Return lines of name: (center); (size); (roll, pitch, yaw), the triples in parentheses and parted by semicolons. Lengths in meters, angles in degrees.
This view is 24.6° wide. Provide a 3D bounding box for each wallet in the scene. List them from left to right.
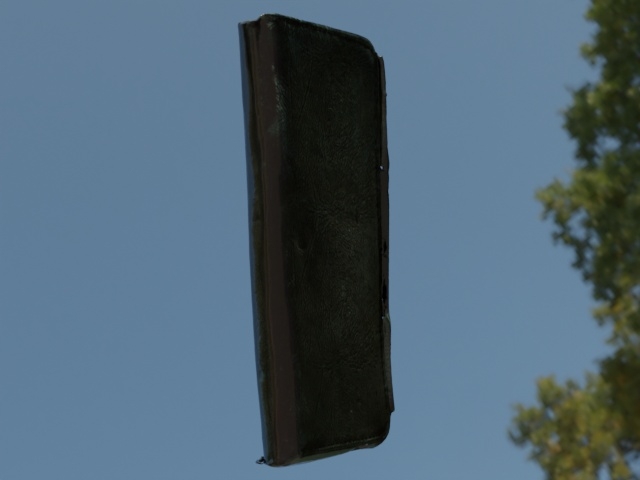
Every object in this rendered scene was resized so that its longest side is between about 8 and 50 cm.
wallet: (0.000, 0.000, 1.082); (0.045, 0.317, 0.172); (-4, -3, 32)
